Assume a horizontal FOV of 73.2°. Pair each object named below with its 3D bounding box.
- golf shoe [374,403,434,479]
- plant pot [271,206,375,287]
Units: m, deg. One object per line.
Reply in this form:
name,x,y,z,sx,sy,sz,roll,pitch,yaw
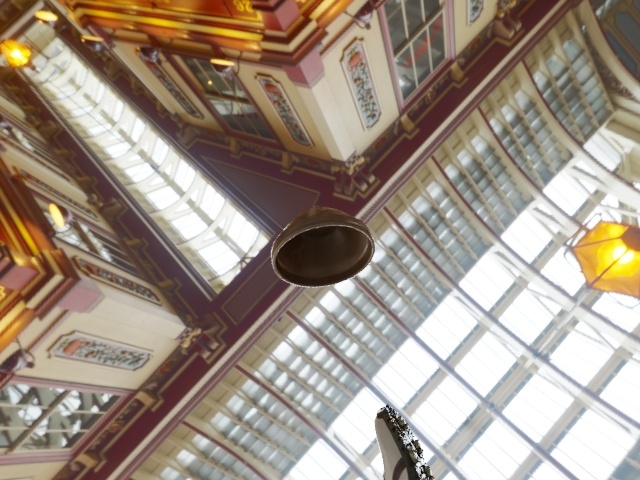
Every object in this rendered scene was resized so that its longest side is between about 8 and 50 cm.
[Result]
golf shoe,0.121,0.393,0.640,0.120,0.105,0.273,-25,-113,12
plant pot,0.000,0.000,0.999,0.237,0.237,0.110,-20,-129,10
